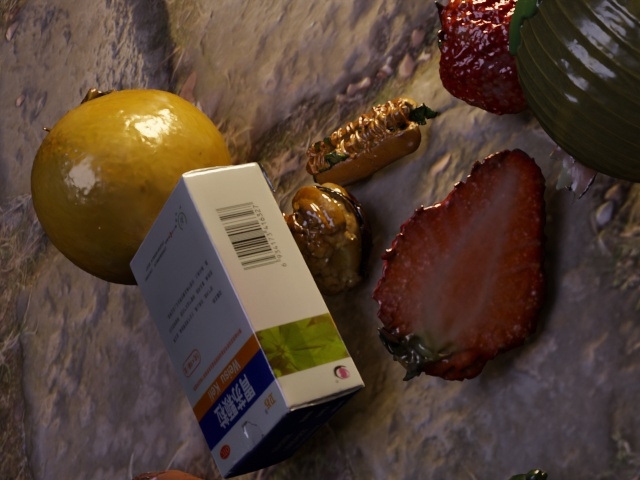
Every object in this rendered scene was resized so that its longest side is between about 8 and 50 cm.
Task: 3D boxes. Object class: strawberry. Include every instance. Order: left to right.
[{"bbox_3d":[0.144,0.034,1.235,0.236,0.175,0.107,-39,5,-11],"label":"strawberry"},{"bbox_3d":[0.187,-0.196,1.272,0.131,0.131,0.148,-61,34,12],"label":"strawberry"}]

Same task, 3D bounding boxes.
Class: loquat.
[{"bbox_3d":[-0.250,-0.079,1.608,0.275,0.275,0.275,-20,61,43],"label":"loquat"}]

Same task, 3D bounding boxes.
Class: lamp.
[{"bbox_3d":[0.283,-0.150,1.071,0.250,0.250,0.284,63,141,40],"label":"lamp"}]

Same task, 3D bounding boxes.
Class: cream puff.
[{"bbox_3d":[0.000,0.000,1.417,0.119,0.104,0.133,0,94,53],"label":"cream puff"}]

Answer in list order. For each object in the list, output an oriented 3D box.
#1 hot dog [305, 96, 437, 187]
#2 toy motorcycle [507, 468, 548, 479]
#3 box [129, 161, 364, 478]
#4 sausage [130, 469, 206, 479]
[{"bbox_3d":[0.053,-0.115,1.440,0.188,0.055,0.072,-28,54,40],"label":"hot dog"},{"bbox_3d":[0.102,0.296,1.137,0.205,0.127,0.275,-39,11,-31],"label":"toy motorcycle"},{"bbox_3d":[-0.093,0.090,1.387,0.200,0.106,0.299,-51,57,49],"label":"box"},{"bbox_3d":[-0.151,0.323,1.491,0.304,0.078,0.078,-6,71,48],"label":"sausage"}]
